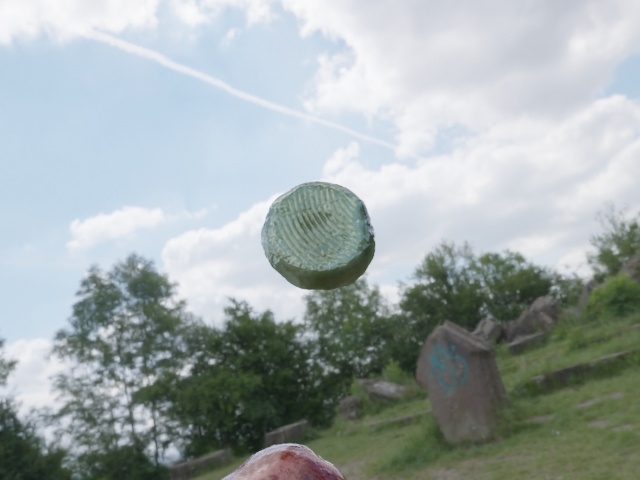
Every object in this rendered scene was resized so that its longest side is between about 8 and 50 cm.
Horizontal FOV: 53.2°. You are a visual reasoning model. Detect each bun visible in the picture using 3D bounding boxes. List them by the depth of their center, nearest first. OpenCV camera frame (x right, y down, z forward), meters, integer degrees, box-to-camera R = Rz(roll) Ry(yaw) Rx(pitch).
[{"bbox_3d":[0.000,0.000,1.074,0.196,0.195,0.118,-14,-30,-3],"label":"bun"}]

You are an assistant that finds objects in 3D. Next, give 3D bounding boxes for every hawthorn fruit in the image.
[{"bbox_3d":[-0.036,0.245,0.564,0.138,0.133,0.133,-50,5,-31],"label":"hawthorn fruit"}]
